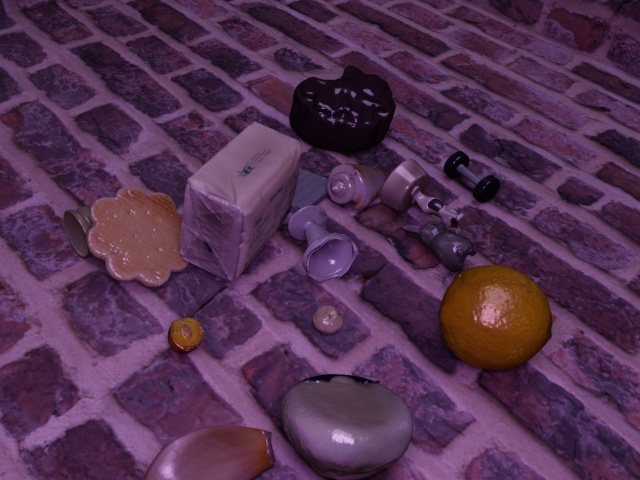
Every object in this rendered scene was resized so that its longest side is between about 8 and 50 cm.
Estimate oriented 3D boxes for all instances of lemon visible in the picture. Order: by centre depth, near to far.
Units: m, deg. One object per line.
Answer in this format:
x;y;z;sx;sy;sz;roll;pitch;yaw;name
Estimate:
0.440;0.195;1.550;0.293;0.293;0.293;4;44;-4;lemon

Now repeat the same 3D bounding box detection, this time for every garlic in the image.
-0.241;0.474;1.282;0.318;0.112;0.143;-13;70;-29;garlic

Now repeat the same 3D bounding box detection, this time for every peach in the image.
-0.343;0.245;1.540;0.098;0.061;0.098;18;47;-21;peach

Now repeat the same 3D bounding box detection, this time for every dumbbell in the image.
0.524;-0.222;2.112;0.100;0.100;0.191;-21;50;-26;dumbbell

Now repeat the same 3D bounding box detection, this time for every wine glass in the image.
0.000;0.000;1.775;0.165;0.164;0.196;-11;43;-18;wine glass

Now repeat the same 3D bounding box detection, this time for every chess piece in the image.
-0.599;-0.060;1.778;0.144;0.144;0.251;38;45;28;chess piece

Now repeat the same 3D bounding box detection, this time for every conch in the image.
0.132;-0.201;2.003;0.255;0.127;0.158;-32;67;-35;conch

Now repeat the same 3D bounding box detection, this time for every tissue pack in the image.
-0.222;-0.116;1.738;0.207;0.297;0.380;24;41;10;tissue pack

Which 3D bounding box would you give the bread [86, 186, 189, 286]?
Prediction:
-0.501;-0.010;1.702;0.316;0.054;0.315;17;58;-29;bread

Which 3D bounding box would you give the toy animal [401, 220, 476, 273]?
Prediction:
0.363;-0.006;1.853;0.108;0.138;0.236;-45;62;-1;toy animal

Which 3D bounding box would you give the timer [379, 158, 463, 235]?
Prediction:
0.344;-0.119;1.942;0.266;0.175;0.175;40;52;22;timer

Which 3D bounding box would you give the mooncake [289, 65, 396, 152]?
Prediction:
0.095;-0.491;2.268;0.381;0.212;0.351;-33;63;-32;mooncake

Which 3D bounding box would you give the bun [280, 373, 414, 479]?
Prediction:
0.054;0.424;1.324;0.294;0.187;0.293;5;16;-1;bun

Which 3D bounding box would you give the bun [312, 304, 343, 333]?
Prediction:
0.020;0.208;1.631;0.086;0.054;0.086;4;45;-4;bun

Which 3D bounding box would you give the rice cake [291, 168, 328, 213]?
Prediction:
-0.070;-0.169;2.021;0.190;0.037;0.198;24;46;16;rice cake
